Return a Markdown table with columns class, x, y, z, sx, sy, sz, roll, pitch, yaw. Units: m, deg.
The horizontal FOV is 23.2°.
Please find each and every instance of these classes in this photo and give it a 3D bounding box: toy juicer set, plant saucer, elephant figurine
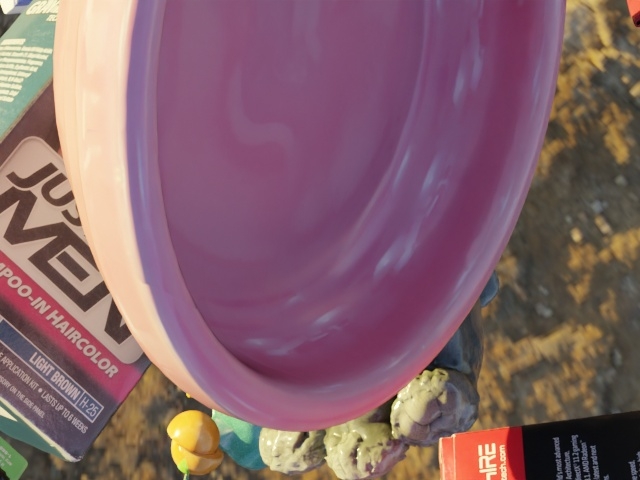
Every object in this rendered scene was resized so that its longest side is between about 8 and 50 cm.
| class | x | y | z | sx | sy | sz | roll | pitch | yaw |
| --- | --- | --- | --- | --- | --- | --- | --- | --- | --- |
| toy juicer set | -0.095 | 0.175 | 1.824 | 0.089 | 0.329 | 0.209 | -15 | 126 | 35 |
| plant saucer | -0.002 | -0.085 | 0.691 | 0.084 | 0.332 | 0.332 | 14 | 115 | 33 |
| elephant figurine | 0.000 | 0.000 | 0.855 | 0.169 | 0.186 | 0.239 | -20 | 117 | 6 |

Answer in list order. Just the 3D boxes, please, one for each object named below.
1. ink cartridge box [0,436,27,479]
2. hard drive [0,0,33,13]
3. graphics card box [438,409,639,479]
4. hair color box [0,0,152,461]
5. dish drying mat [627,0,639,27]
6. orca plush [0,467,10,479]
| class | x | y | z | sx | sy | sz | roll | pitch | yaw |
| --- | --- | --- | --- | --- | --- | --- | --- | --- | --- |
| ink cartridge box | -0.474 | 0.285 | 1.639 | 0.211 | 0.289 | 0.121 | 45 | 129 | -14 |
| hard drive | -0.153 | -0.322 | 1.402 | 0.318 | 0.040 | 0.210 | -11 | 86 | -32 |
| graphics card box | 0.244 | 0.172 | 0.692 | 0.371 | 0.233 | 0.094 | -10 | 129 | 10 |
| hair color box | -0.126 | -0.058 | 0.967 | 0.174 | 0.105 | 0.347 | 47 | 67 | -32 |
| dish drying mat | 0.181 | -0.141 | 0.850 | 0.032 | 0.083 | 0.008 | -31 | 114 | 22 |
| orca plush | -0.228 | 0.051 | 1.231 | 0.102 | 0.151 | 0.287 | 13 | 79 | -48 |
